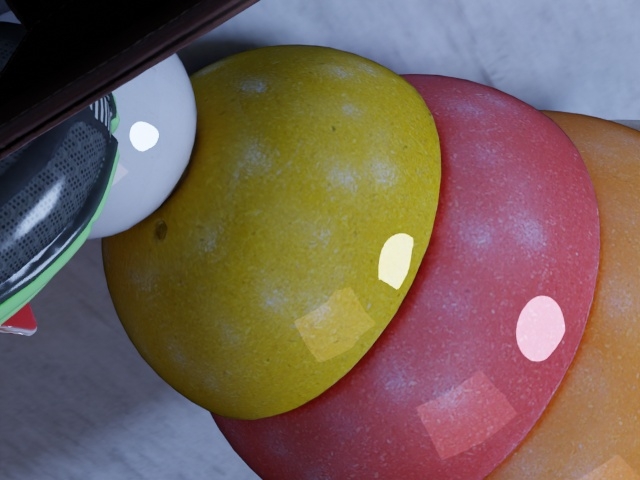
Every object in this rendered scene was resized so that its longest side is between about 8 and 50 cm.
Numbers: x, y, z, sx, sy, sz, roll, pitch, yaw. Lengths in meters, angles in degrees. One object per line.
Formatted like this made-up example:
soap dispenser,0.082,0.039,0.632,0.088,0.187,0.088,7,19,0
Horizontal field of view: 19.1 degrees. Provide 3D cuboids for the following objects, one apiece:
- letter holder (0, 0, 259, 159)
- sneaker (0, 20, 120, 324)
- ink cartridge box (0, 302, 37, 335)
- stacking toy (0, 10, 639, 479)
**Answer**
letter holder,-0.034,-0.180,0.661,0.302,0.214,0.152,-31,109,12
sneaker,-0.297,-0.050,0.725,0.482,0.185,0.202,0,141,-27
ink cartridge box,-0.267,0.008,0.933,0.231,0.134,0.078,7,138,-44
stacking toy,0.000,0.000,1.051,0.350,0.351,0.480,-38,130,25
